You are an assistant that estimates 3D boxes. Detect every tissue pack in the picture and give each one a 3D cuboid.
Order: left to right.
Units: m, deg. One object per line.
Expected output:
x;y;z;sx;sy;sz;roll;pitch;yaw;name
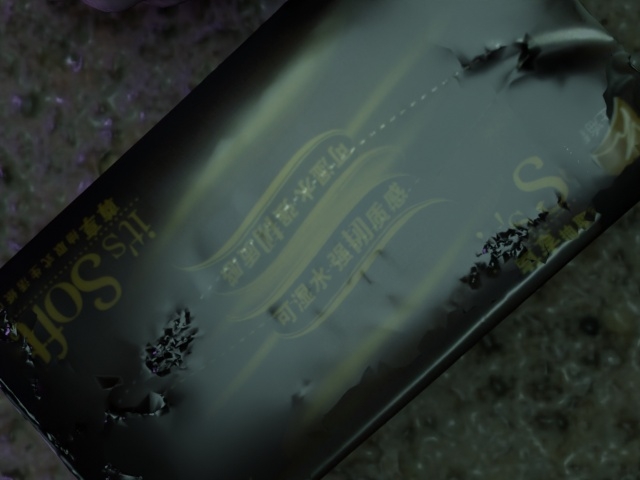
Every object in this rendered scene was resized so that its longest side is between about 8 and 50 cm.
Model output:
0.000;0.000;0.619;0.370;0.198;0.210;-43;88;5;tissue pack

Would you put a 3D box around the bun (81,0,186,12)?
-0.150;-0.254;0.670;0.263;0.175;0.263;6;78;-29;bun
